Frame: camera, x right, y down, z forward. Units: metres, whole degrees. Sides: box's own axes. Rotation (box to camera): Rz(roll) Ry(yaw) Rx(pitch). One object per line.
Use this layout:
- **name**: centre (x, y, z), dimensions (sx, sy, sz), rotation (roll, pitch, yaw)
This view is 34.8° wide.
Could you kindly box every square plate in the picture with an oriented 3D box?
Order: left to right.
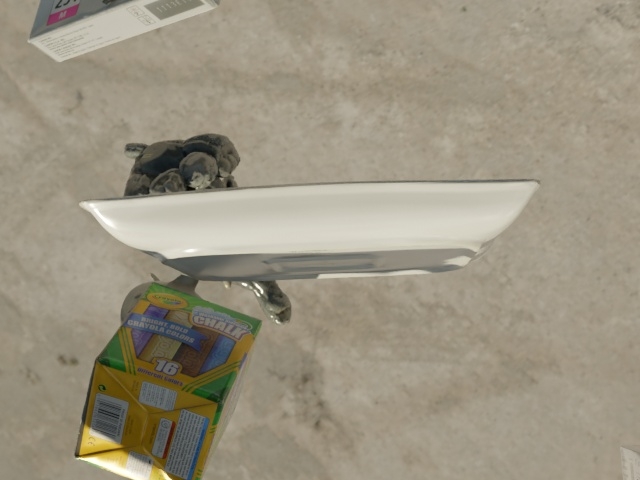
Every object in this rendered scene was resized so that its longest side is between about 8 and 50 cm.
- **square plate**: centre (0.000, 0.000, 0.916), dimensions (0.347, 0.344, 0.049), rotation (-3, 84, 3)

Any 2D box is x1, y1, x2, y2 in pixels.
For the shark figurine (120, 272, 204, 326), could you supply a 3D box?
- **shark figurine**: centre (-0.236, 0.087, 1.595), dimensions (0.116, 0.278, 0.166), rotation (-39, 71, 18)

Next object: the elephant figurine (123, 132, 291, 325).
- **elephant figurine**: centre (-0.148, -0.010, 1.338), dimensions (0.169, 0.186, 0.239), rotation (-17, 125, 20)

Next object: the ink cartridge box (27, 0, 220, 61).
- **ink cartridge box**: centre (-0.227, -0.363, 1.273), dimensions (0.275, 0.238, 0.060), rotation (-10, 151, 33)

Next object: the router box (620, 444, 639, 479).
- **router box**: centre (0.508, 0.268, 1.132), dimensions (0.301, 0.335, 0.082), rotation (-4, 80, 9)

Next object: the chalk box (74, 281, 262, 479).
- **chalk box**: centre (-0.148, 0.141, 1.074), dimensions (0.132, 0.213, 0.132), rotation (19, 117, 3)
